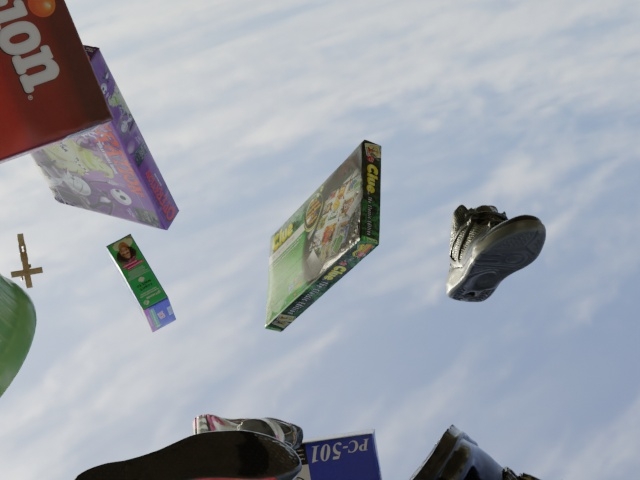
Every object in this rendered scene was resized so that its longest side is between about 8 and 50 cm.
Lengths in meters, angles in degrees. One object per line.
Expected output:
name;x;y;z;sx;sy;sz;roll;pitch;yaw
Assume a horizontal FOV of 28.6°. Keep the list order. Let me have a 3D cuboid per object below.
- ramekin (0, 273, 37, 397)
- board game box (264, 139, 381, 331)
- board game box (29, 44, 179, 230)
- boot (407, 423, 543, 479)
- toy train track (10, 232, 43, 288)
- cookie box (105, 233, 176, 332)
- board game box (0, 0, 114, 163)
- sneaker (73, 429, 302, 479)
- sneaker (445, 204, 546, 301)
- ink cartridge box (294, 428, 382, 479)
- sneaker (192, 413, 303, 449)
ramekin;-0.486;0.110;1.404;0.303;0.148;0.303;-21;-145;16
board game box;0.000;0.000;1.506;0.030;0.136;0.260;14;149;-23
board game box;-0.344;-0.153;1.775;0.208;0.347;0.056;10;-123;22
boot;0.273;0.401;1.888;0.131;0.260;0.348;-56;161;6
toy train track;-0.444;0.031;1.881;0.048;0.083;0.014;-9;175;-25
cookie box;-0.239;0.058;1.674;0.040;0.107;0.092;-30;160;-12
board game box;-0.248;-0.179;0.775;0.145;0.281;0.027;-24;-176;-26
sneaker;-0.150;0.292;1.319;0.270;0.145;0.090;-7;-147;-39
sneaker;0.231;-0.011;1.704;0.087;0.130;0.227;5;157;-13
ink cartridge box;-0.021;0.322;1.723;0.207;0.097;0.046;-10;180;7
sneaker;-0.092;0.256;1.593;0.077;0.072;0.178;5;175;-42
